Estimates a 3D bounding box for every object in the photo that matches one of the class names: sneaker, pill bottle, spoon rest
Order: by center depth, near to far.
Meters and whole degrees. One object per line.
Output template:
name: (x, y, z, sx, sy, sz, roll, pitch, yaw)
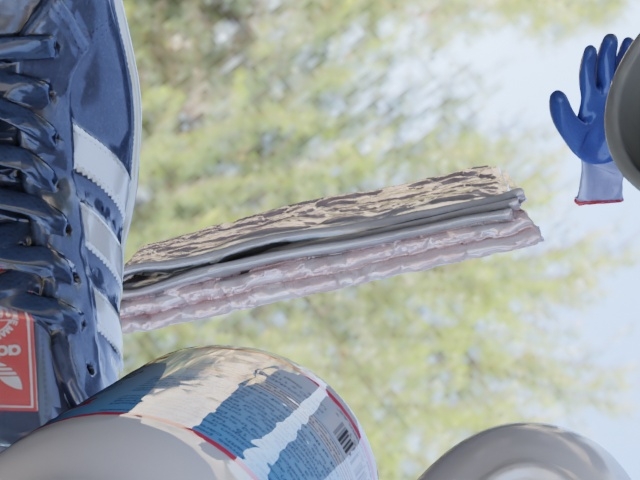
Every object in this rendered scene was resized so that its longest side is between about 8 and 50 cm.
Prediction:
pill bottle: (-0.040, 0.078, 0.413, 0.087, 0.087, 0.160, -36, 178, 12)
sneaker: (-0.133, 0.015, 0.698, 0.131, 0.350, 0.148, -4, -162, -6)
spoon rest: (0.055, 0.192, 0.974, 0.276, 0.137, 0.084, -18, 158, -11)

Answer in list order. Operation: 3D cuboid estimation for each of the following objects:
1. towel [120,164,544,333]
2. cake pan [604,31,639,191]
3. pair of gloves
towel: (0.000, 0.000, 1.378, 0.332, 0.053, 0.317, -12, -175, 2)
cake pan: (0.344, -0.112, 1.206, 0.293, 0.054, 0.293, -23, -141, 20)
pair of gloves: (0.284, -0.106, 1.474, 0.198, 0.159, 0.023, -6, -153, -16)
